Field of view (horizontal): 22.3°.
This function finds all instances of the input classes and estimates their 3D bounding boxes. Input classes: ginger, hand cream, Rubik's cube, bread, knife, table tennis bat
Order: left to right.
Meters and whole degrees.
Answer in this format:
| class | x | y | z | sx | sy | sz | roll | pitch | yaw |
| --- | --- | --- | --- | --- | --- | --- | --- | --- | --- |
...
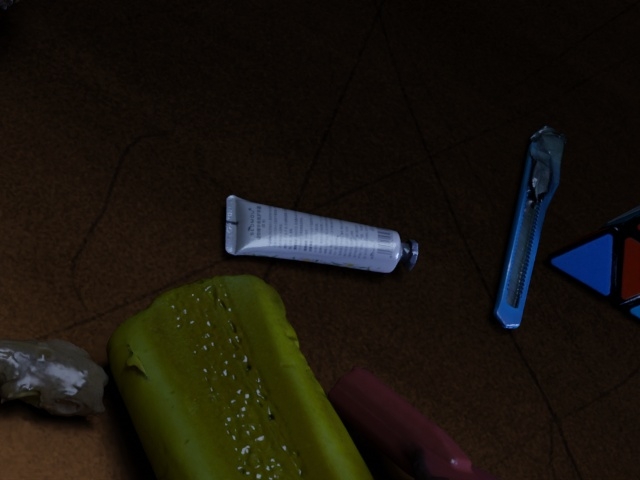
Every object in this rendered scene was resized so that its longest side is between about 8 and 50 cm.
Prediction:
| class | x | y | z | sx | sy | sz | roll | pitch | yaw |
| --- | --- | --- | --- | --- | --- | --- | --- | --- | --- |
| ginger | -0.264 | 0.115 | 1.372 | 0.173 | 0.051 | 0.069 | 1 | 69 | -18 |
| bread | -0.050 | 0.198 | 1.358 | 0.166 | 0.112 | 0.383 | -21 | 56 | -13 |
| hand cream | 0.000 | 0.000 | 1.591 | 0.194 | 0.042 | 0.067 | 9 | 62 | -15 |
| table tennis bat | 0.166 | 0.242 | 1.396 | 0.415 | 0.051 | 0.268 | 36 | 8 | 31 |
| knife | 0.225 | -0.021 | 1.724 | 0.044 | 0.026 | 0.296 | 33 | 48 | -18 |
| Rubik's cube | 0.393 | -0.028 | 1.678 | 0.250 | 0.234 | 0.284 | 10 | 55 | -20 |

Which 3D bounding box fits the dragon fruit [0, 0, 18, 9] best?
| class | x | y | z | sx | sy | sz | roll | pitch | yaw |
| --- | --- | --- | --- | --- | --- | --- | --- | --- | --- |
| dragon fruit | -0.381 | -0.326 | 1.542 | 0.218 | 0.198 | 0.273 | -32 | 51 | -27 |
